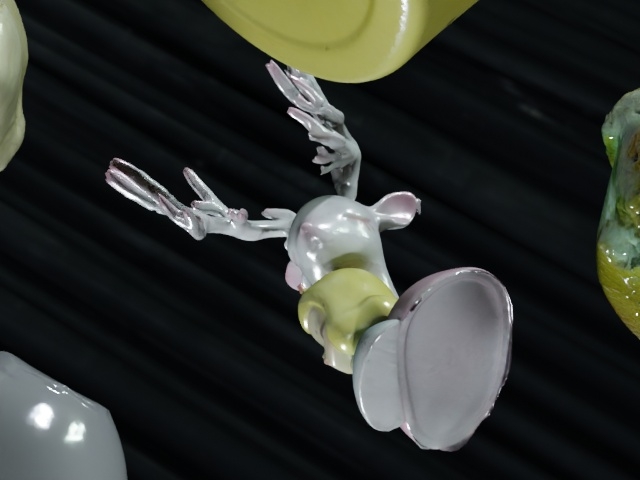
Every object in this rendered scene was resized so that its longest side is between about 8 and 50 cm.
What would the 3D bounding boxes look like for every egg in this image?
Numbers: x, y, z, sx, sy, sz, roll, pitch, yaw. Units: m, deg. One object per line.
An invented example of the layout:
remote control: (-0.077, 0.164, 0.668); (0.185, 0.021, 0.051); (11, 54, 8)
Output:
egg: (-0.214, 0.182, 0.955); (0.232, 0.176, 0.176); (-59, 163, -17)

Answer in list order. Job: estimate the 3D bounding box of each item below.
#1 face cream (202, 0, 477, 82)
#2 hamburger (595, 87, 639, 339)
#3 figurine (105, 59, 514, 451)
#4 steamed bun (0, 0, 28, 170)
face cream: (0.022, -0.209, 0.749); (0.179, 0.218, 0.218); (-42, 157, -23)
hamburger: (0.311, -0.005, 1.272); (0.167, 0.192, 0.288); (-56, 137, -21)
figurine: (0.012, -0.008, 1.375); (0.206, 0.316, 0.284); (-47, 135, 0)
steamed bun: (-0.368, -0.132, 1.209); (0.276, 0.203, 0.289); (-2, 153, -29)
